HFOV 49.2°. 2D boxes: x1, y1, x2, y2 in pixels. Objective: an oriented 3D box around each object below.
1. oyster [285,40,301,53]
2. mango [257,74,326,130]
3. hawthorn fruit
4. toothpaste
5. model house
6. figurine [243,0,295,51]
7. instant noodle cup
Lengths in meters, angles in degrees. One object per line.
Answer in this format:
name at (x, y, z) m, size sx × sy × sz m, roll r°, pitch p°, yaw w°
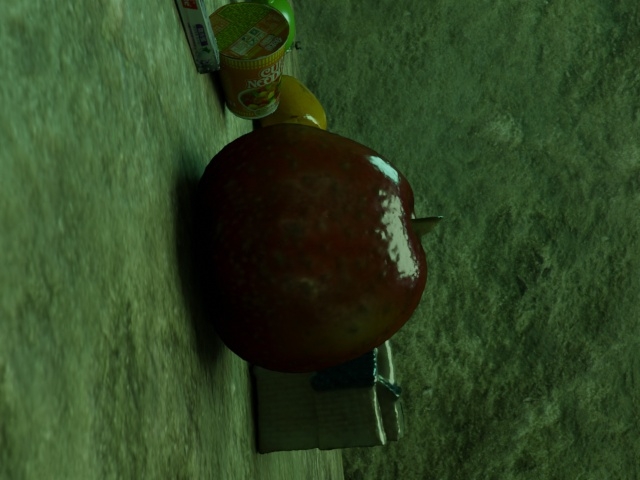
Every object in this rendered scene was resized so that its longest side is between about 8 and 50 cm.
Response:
oyster at (-0.126, -0.670, 2.129) m, size 0.198 × 0.133 × 0.337 m, roll 82°, pitch 6°, yaw -58°
mango at (-0.090, -0.362, 1.893) m, size 0.138 × 0.187 × 0.257 m, roll 99°, pitch -26°, yaw -47°
hawthorn fruit at (0.000, 0.000, 1.123) m, size 0.403 × 0.402 × 0.403 m, roll -6°, pitch 90°, yaw -86°
toothpaste at (-0.206, -0.369, 1.157) m, size 0.196 × 0.040 × 0.047 m, roll 79°, pitch 2°, yaw -53°
model house at (0.016, 0.281, 1.456) m, size 0.243 × 0.298 × 0.284 m, roll -1°, pitch 83°, yaw -81°
figurine at (-0.139, -0.533, 1.768) m, size 0.263 × 0.143 × 0.162 m, roll 163°, pitch -73°, yaw -83°
instant noodle cup at (-0.141, -0.344, 1.380) m, size 0.185 × 0.168 × 0.168 m, roll 92°, pitch -5°, yaw -56°
